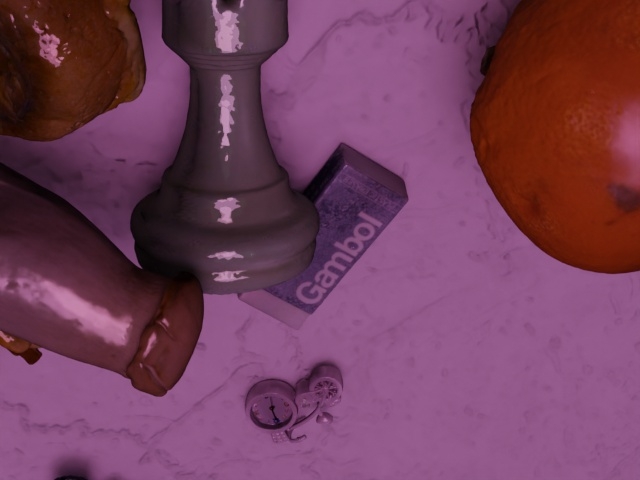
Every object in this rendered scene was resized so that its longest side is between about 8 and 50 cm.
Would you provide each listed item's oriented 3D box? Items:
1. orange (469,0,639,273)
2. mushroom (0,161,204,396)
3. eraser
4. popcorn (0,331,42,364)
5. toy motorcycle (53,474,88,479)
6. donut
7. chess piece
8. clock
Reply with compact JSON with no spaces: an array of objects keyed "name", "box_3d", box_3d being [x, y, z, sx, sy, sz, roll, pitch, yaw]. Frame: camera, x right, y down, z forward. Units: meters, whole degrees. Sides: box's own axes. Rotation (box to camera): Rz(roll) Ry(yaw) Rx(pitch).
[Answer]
[{"name":"orange","box_3d":[0.292,-0.120,1.108,0.312,0.312,0.312,-3,122,-5]},{"name":"mushroom","box_3d":[-0.299,0.009,1.070,0.407,0.154,0.137,25,130,-6]},{"name":"eraser","box_3d":[0.000,0.000,1.290,0.092,0.046,0.212,29,114,-23]},{"name":"popcorn","box_3d":[-0.405,0.061,1.208,0.253,0.190,0.191,22,147,-31]},{"name":"toy motorcycle","box_3d":[-0.271,0.363,1.468,0.205,0.076,0.114,34,121,-27]},{"name":"donut","box_3d":[-0.290,-0.197,1.034,0.261,0.128,0.208,8,131,30]},{"name":"chess piece","box_3d":[-0.094,-0.117,1.140,0.194,0.194,0.299,-1,112,-7]},{"name":"clock","box_3d":[-0.027,0.200,1.414,0.129,0.041,0.087,-23,118,13]}]
